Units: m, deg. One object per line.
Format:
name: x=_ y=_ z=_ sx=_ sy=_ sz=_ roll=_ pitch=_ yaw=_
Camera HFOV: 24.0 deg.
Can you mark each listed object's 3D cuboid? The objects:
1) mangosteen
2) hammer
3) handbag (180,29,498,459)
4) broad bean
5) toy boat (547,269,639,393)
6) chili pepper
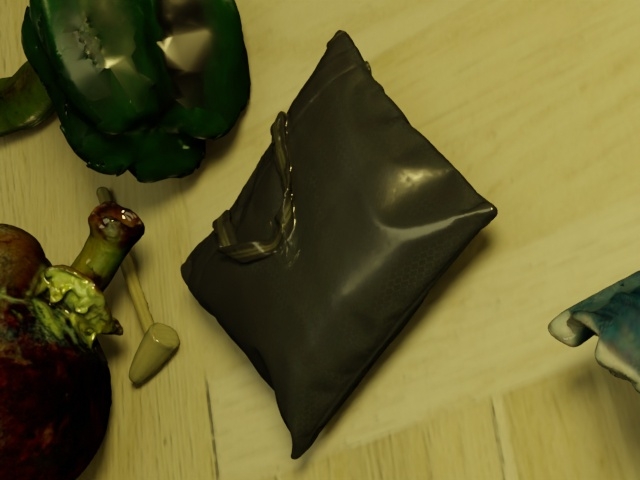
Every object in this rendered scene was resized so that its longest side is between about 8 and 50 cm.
mangosteen: x=-0.250 y=0.090 z=1.248 sx=0.289 sy=0.231 sz=0.231 roll=-39 pitch=54 yaw=10
hammer: x=-0.171 y=0.034 z=1.315 sx=0.060 sy=0.028 sz=0.195 roll=-50 pitch=47 yaw=34
handbag: x=0.000 y=0.000 z=1.110 sx=0.254 sy=0.089 sz=0.211 roll=-54 pitch=51 yaw=26
broad bean: x=-0.262 y=-0.191 z=1.440 sx=0.292 sy=0.049 sz=0.144 roll=-53 pitch=43 yaw=18
toy boat: x=0.236 y=0.120 z=0.818 sx=0.142 sy=0.129 sz=0.309 roll=-52 pitch=49 yaw=5
chili pepper: x=-0.161 y=-0.183 z=1.259 sx=0.165 sy=0.174 sz=0.261 roll=120 pitch=137 yaw=-55
